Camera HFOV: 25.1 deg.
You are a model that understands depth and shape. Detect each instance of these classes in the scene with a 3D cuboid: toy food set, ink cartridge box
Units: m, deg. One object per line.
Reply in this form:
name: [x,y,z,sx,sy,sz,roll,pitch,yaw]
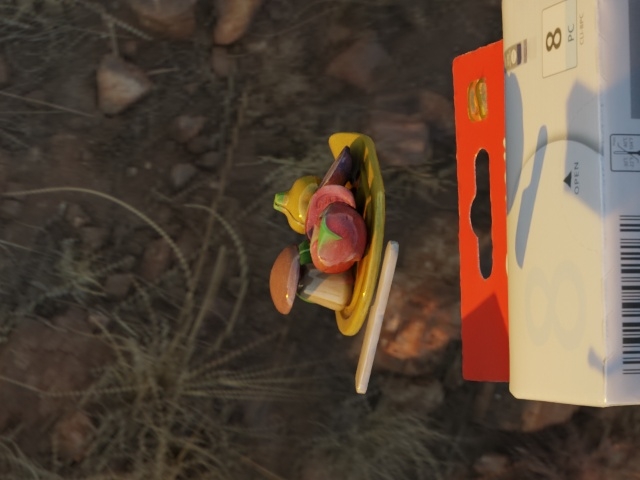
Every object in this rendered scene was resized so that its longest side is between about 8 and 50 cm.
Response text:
toy food set: [0.000,0.000,1.065,0.071,0.218,0.128,8,119,-10]
ink cartridge box: [0.159,-0.033,1.133,0.091,0.385,0.308,0,87,-21]
